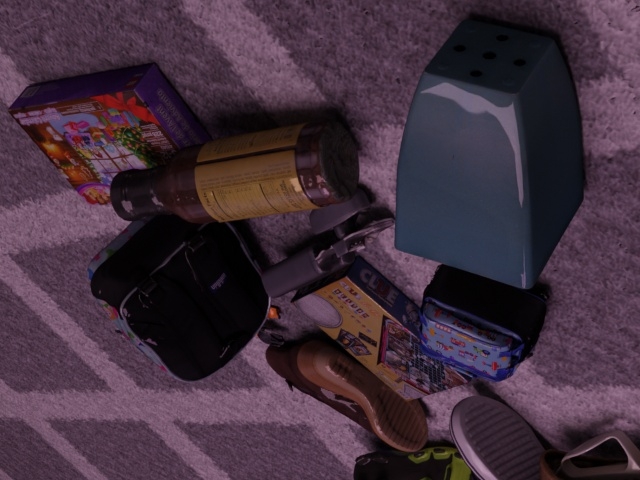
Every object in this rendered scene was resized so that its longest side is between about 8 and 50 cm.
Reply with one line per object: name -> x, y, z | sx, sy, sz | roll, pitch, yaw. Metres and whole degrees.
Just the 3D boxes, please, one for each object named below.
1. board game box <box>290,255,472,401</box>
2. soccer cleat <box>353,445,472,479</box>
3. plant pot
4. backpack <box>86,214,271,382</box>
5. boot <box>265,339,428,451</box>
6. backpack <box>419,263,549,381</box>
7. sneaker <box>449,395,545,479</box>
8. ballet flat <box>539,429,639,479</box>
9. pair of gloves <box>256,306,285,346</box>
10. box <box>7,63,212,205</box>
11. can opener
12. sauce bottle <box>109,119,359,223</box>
board game box -> 0.093, 0.134, 1.929 | 0.243, 0.042, 0.165 | 41, 148, -14
soccer cleat -> 0.188, 0.391, 2.191 | 0.289, 0.093, 0.121 | -4, 164, 39
plant pot -> 0.182, -0.105, 1.409 | 0.166, 0.165, 0.234 | 18, 138, 23
backpack -> -0.202, 0.075, 1.944 | 0.191, 0.225, 0.253 | 32, 163, 48
boot -> 0.042, 0.243, 2.119 | 0.248, 0.090, 0.207 | 43, 160, -20
backpack -> 0.207, 0.121, 1.739 | 0.158, 0.117, 0.173 | 24, 151, 15
sneaker -> 0.288, 0.359, 1.991 | 0.321, 0.126, 0.127 | 42, 142, -18
ballet flat -> 0.443, 0.318, 1.815 | 0.342, 0.116, 0.124 | -11, 104, 42
pair of gloves -> -0.091, 0.132, 2.106 | 0.074, 0.010, 0.083 | 13, 129, 32
box -> -0.284, -0.142, 1.864 | 0.293, 0.057, 0.201 | -2, 136, 43
can opener -> 0.000, 0.000, 1.820 | 0.283, 0.076, 0.095 | -28, 83, 56
sauce bottle -> -0.118, -0.080, 1.697 | 0.344, 0.111, 0.111 | -5, 133, 32
